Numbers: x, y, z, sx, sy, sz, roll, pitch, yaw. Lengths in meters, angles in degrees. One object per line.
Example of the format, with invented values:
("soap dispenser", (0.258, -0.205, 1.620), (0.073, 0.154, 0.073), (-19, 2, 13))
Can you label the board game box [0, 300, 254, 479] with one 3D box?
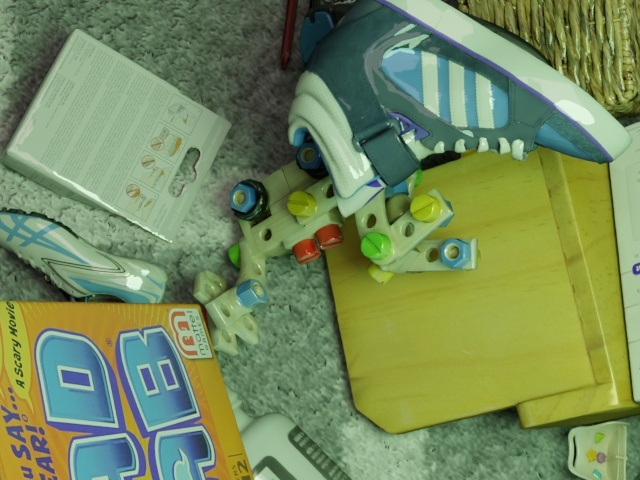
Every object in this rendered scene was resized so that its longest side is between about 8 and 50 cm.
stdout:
("board game box", (-0.292, 0.282, 1.114), (0.356, 0.356, 0.356), (-24, 76, 23))

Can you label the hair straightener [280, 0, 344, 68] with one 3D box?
("hair straightener", (0.002, -0.322, 1.568), (0.089, 0.047, 0.231), (7, 69, -6))

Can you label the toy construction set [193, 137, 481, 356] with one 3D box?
("toy construction set", (0.000, 0.000, 1.387), (0.327, 0.151, 0.215), (-25, 71, 10))

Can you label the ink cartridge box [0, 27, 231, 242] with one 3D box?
("ink cartridge box", (-0.245, -0.122, 1.478), (0.224, 0.056, 0.181), (31, 71, -18))

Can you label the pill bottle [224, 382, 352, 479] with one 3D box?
("pill bottle", (-0.048, 0.298, 1.306), (0.318, 0.176, 0.176), (44, 73, 6))

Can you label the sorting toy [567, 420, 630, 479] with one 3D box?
("sorting toy", (0.321, 0.250, 1.426), (0.075, 0.045, 0.083), (15, 71, -27))

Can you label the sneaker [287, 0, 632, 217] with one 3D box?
("sneaker", (0.123, -0.102, 1.250), (0.322, 0.130, 0.236), (34, 98, 7))

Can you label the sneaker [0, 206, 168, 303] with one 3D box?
("sneaker", (-0.294, 0.028, 1.402), (0.237, 0.085, 0.086), (24, 80, 3))

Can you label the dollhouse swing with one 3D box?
("dollhouse swing", (0.229, 0.062, 1.474), (0.315, 0.305, 0.347), (6, 67, -50))

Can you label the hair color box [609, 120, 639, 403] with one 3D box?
("hair color box", (0.435, 0.014, 1.348), (0.110, 0.185, 0.339), (30, 52, -41))

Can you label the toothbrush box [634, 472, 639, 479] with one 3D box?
("toothbrush box", (0.456, 0.341, 1.388), (0.216, 0.126, 0.295), (40, 74, 6))

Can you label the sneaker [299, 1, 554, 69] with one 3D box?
("sneaker", (0.141, -0.223, 1.418), (0.340, 0.125, 0.139), (24, 32, 33))

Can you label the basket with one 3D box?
("basket", (0.297, -0.297, 1.528), (0.213, 0.223, 0.299), (-4, 92, 23))
